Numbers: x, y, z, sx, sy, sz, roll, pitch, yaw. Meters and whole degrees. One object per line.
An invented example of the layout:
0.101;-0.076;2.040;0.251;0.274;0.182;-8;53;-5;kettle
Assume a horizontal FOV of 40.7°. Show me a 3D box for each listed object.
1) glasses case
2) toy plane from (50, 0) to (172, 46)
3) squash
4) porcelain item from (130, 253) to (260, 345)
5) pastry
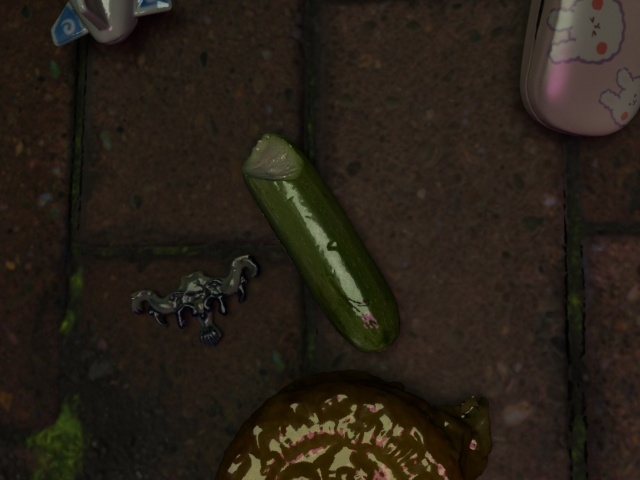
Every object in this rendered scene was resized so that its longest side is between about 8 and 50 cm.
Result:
0.256;-0.242;0.770;0.113;0.075;0.297;8;97;-15;glasses case
-0.237;-0.321;0.872;0.266;0.122;0.267;-2;80;10;toy plane
0.000;0.000;0.814;0.069;0.069;0.239;-33;79;4;squash
-0.117;0.068;0.850;0.136;0.021;0.075;-19;84;7;porcelain item
0.023;0.236;0.747;0.235;0.132;0.240;9;85;12;pastry
